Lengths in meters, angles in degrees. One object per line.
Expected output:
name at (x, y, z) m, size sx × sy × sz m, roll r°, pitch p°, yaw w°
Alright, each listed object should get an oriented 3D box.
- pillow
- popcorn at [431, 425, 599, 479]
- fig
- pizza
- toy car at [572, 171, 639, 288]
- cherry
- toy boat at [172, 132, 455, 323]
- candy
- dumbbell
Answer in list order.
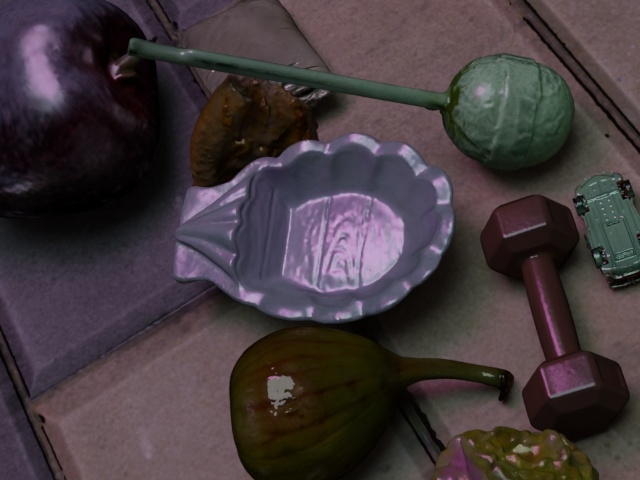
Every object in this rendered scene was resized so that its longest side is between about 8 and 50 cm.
pillow at (-0.073, -0.190, 1.648) m, size 0.134 × 0.078 × 0.181 m, roll -31°, pitch 51°, yaw -2°
popcorn at (0.168, 0.219, 1.282) m, size 0.145 × 0.126 × 0.126 m, roll -20°, pitch 62°, yaw 16°
fig at (0.042, 0.133, 1.372) m, size 0.259 × 0.151 × 0.151 m, roll -19°, pitch 56°, yaw 5°
pizza at (-0.059, -0.087, 1.554) m, size 0.161 × 0.182 × 0.062 m, roll 16°, pitch 47°, yaw -20°
toy car at (0.278, -0.014, 1.430) m, size 0.059 × 0.035 × 0.122 m, roll -20°, pitch 47°, yaw 9°
cherry at (-0.290, -0.146, 1.619) m, size 0.296 × 0.218 × 0.255 m, roll -19°, pitch 62°, yaw 16°
toy boat at (0.000, 0.000, 1.484) m, size 0.290 × 0.100 × 0.199 m, roll 1°, pitch 66°, yaw 19°
candy at (0.032, -0.149, 1.464) m, size 0.440 × 0.119 × 0.119 m, roll 8°, pitch 60°, yaw -7°
dumbbell at (0.211, 0.066, 1.379) m, size 0.082 × 0.092 × 0.231 m, roll -36°, pitch 49°, yaw 32°
